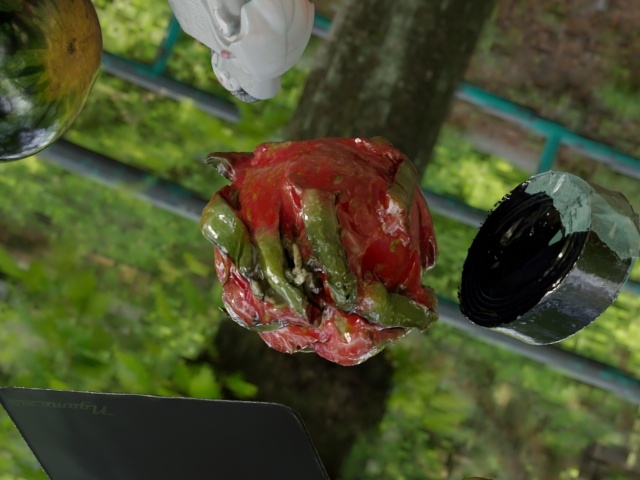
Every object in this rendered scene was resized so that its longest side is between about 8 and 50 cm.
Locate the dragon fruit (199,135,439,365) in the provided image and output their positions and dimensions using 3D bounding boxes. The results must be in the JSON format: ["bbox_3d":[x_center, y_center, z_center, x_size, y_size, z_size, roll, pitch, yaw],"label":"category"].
[{"bbox_3d":[0.003,0.012,1.576,0.231,0.237,0.303,-7,-168,5],"label":"dragon fruit"}]

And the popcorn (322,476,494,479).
[{"bbox_3d":[0.000,0.230,0.558,0.312,0.312,0.312,20,170,4],"label":"popcorn"}]

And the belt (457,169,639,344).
[{"bbox_3d":[0.219,0.015,1.498,0.078,0.151,0.198,21,143,-28],"label":"belt"}]

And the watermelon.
[{"bbox_3d":[-0.368,-0.213,1.717,0.269,0.269,0.269,20,170,4],"label":"watermelon"}]

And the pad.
[{"bbox_3d":[-0.067,0.107,0.728,0.157,0.003,0.112,0,136,24],"label":"pad"}]

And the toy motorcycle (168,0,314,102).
[{"bbox_3d":[-0.080,-0.236,1.324,0.171,0.110,0.260,6,123,54],"label":"toy motorcycle"}]
